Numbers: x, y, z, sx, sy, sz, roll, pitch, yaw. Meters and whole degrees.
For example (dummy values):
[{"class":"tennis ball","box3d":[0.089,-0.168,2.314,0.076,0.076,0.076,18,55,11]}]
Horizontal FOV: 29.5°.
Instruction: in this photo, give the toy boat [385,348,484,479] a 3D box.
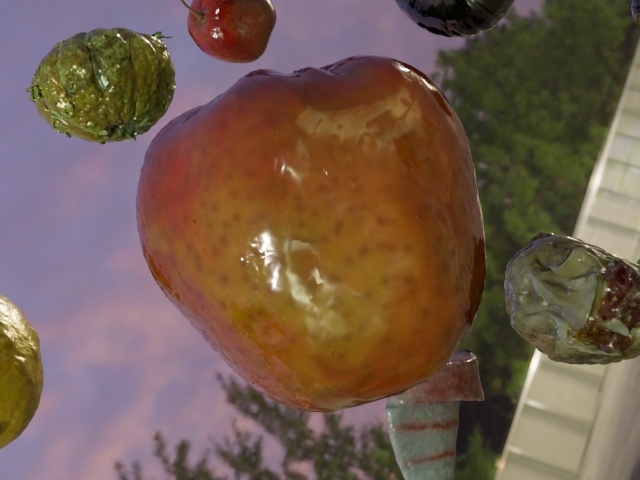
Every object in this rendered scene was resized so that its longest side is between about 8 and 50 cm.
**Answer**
[{"class":"toy boat","box3d":[0.176,0.320,1.926,0.206,0.096,0.282,-6,-79,-42]}]

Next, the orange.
[{"class":"orange","box3d":[-0.438,-0.314,2.492,0.223,0.300,0.301,71,-165,7]}]

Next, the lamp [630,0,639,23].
[{"class":"lamp","box3d":[0.536,-0.454,1.887,0.247,0.247,0.247,18,-90,-78]}]

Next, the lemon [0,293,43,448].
[{"class":"lemon","box3d":[-0.554,0.197,1.860,0.260,0.261,0.284,81,176,-65]}]

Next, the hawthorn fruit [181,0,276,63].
[{"class":"hawthorn fruit","box3d":[-0.178,-0.394,2.183,0.203,0.163,0.162,-22,-49,-52]}]

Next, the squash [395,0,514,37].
[{"class":"squash","box3d":[0.194,-0.384,1.754,0.156,0.193,0.193,27,-99,-83]}]

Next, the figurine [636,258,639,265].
[{"class":"figurine","box3d":[0.584,0.017,1.992,0.115,0.156,0.094,-10,-105,-64]}]

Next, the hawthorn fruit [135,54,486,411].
[{"class":"hawthorn fruit","box3d":[0.000,0.000,1.537,0.472,0.472,0.471,18,-90,-78]}]

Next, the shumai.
[{"class":"shumai","box3d":[0.389,0.105,1.744,0.218,0.256,0.189,-74,2,-82]}]
